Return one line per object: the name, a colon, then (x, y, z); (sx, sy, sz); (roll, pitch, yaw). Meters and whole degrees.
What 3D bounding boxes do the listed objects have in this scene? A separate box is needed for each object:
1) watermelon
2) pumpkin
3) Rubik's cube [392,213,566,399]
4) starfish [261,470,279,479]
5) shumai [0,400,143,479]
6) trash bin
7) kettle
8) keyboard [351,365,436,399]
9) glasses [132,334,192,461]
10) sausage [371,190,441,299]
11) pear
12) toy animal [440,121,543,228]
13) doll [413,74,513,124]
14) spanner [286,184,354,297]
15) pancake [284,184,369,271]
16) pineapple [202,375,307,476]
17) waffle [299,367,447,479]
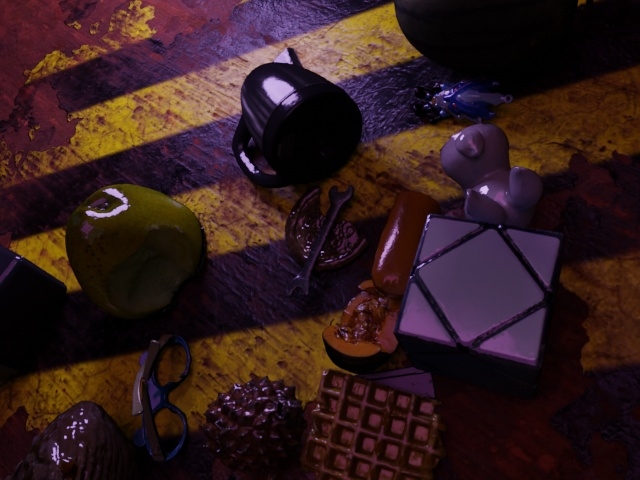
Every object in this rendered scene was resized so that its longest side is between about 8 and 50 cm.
watermelon: (0.314, -0.455, 1.093); (0.359, 0.279, 0.279); (13, 73, 30)
pumpkin: (0.078, 0.160, 1.008); (0.119, 0.107, 0.183); (22, 45, 29)
Rubik's cube: (0.247, 0.103, 0.904); (0.205, 0.205, 0.207); (10, 69, 22)
starfish: (-0.112, 0.444, 0.955); (0.146, 0.074, 0.190); (20, 101, 23)
shumai: (-0.482, 0.467, 1.036); (0.283, 0.217, 0.346); (-11, 69, 17)
trash bin: (-0.714, 0.169, 1.273); (0.182, 0.209, 0.290); (21, 71, 29)
kettle: (-0.070, -0.257, 1.232); (0.207, 0.250, 0.271); (-21, 49, -22)
keyboard: (0.099, 0.255, 1.015); (0.195, 0.018, 0.060); (-12, 70, 17)
glasses: (-0.290, 0.280, 1.085); (0.102, 0.207, 0.239); (4, 69, -14)
sausage: (0.153, 0.008, 1.034); (0.098, 0.098, 0.238); (2, 46, 23)
pear: (-0.381, 0.013, 1.185); (0.159, 0.292, 0.292); (32, 82, 39)
toy animal: (0.289, -0.105, 1.004); (0.127, 0.178, 0.193); (-24, 59, 13)
doll: (0.278, -0.274, 1.150); (0.195, 0.070, 0.096); (7, 93, 32)
spanner: (0.000, 0.000, 1.145); (0.054, 0.015, 0.254); (17, 75, 26)
pancake: (0.013, -0.024, 1.170); (0.190, 0.020, 0.184); (9, 70, 25)
pineapple: (-0.099, 0.300, 0.972); (0.193, 0.166, 0.166); (-33, 56, 34)
waffle: (0.082, 0.342, 0.952); (0.229, 0.057, 0.219); (13, 78, 22)
